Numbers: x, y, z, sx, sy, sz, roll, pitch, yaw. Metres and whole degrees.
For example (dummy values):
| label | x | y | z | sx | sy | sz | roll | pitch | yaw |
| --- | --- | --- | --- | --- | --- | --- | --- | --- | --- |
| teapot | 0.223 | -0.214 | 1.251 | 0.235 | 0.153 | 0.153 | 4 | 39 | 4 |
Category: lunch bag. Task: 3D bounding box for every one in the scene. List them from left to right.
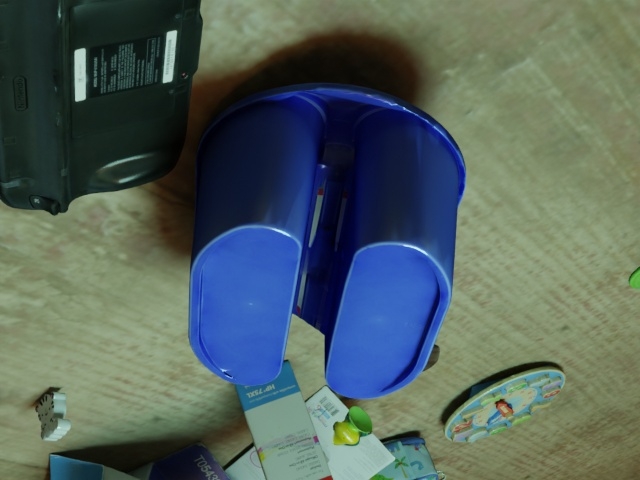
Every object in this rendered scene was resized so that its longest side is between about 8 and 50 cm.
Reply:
| label | x | y | z | sx | sy | sz | roll | pitch | yaw |
| --- | --- | --- | --- | --- | --- | --- | --- | --- | --- |
| lunch bag | 0.066 | 0.391 | 1.759 | 0.219 | 0.090 | 0.176 | -14 | 148 | -12 |

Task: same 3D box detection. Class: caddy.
| label | x | y | z | sx | sy | sz | roll | pitch | yaw |
| --- | --- | --- | --- | --- | --- | --- | --- | --- | --- |
| caddy | 0.000 | 0.000 | 1.028 | 0.241 | 0.179 | 0.341 | 8 | 145 | -3 |

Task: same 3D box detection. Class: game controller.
| label | x | y | z | sx | sy | sz | roll | pitch | yaw |
| --- | --- | --- | --- | --- | --- | --- | --- | --- | --- |
| game controller | -0.168 | -0.136 | 0.831 | 0.166 | 0.067 | 0.319 | -24 | 153 | -26 |

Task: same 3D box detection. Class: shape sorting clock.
| label | x | y | z | sx | sy | sz | roll | pitch | yaw |
| --- | --- | --- | --- | --- | --- | --- | --- | --- | --- |
| shape sorting clock | 0.284 | 0.256 | 1.731 | 0.206 | 0.040 | 0.206 | -16 | 149 | -10 |

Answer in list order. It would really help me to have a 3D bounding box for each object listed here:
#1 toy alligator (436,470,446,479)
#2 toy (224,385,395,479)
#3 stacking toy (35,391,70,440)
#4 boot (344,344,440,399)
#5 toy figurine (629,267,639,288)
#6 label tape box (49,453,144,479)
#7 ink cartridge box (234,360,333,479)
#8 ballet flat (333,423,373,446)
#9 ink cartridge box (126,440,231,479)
| label | x | y | z | sx | sy | sz | roll | pitch | yaw |
| --- | --- | --- | --- | --- | --- | --- | --- | --- | --- |
| toy alligator | 0.128 | 0.426 | 1.898 | 0.190 | 0.056 | 0.051 | -30 | -170 | 12 |
| toy | -0.013 | 0.304 | 1.572 | 0.237 | 0.137 | 0.056 | -44 | -179 | 33 |
| stacking toy | -0.405 | 0.224 | 1.249 | 0.167 | 0.052 | 0.221 | 17 | 134 | -44 |
| boot | 0.095 | 0.173 | 1.493 | 0.114 | 0.037 | 0.106 | -3 | 147 | -36 |
| toy figurine | 0.508 | 0.075 | 1.471 | 0.130 | 0.159 | 0.173 | 12 | 136 | -43 |
| label tape box | -0.202 | 0.432 | 1.387 | 0.348 | 0.115 | 0.249 | 16 | 121 | 11 |
| ink cartridge box | -0.030 | 0.284 | 1.391 | 0.078 | 0.231 | 0.134 | -19 | 149 | -5 |
| ballet flat | 0.008 | 0.309 | 1.636 | 0.188 | 0.070 | 0.070 | -35 | 147 | 24 |
| ink cartridge box | -0.236 | 0.468 | 1.586 | 0.330 | 0.071 | 0.324 | -25 | 122 | 8 |
